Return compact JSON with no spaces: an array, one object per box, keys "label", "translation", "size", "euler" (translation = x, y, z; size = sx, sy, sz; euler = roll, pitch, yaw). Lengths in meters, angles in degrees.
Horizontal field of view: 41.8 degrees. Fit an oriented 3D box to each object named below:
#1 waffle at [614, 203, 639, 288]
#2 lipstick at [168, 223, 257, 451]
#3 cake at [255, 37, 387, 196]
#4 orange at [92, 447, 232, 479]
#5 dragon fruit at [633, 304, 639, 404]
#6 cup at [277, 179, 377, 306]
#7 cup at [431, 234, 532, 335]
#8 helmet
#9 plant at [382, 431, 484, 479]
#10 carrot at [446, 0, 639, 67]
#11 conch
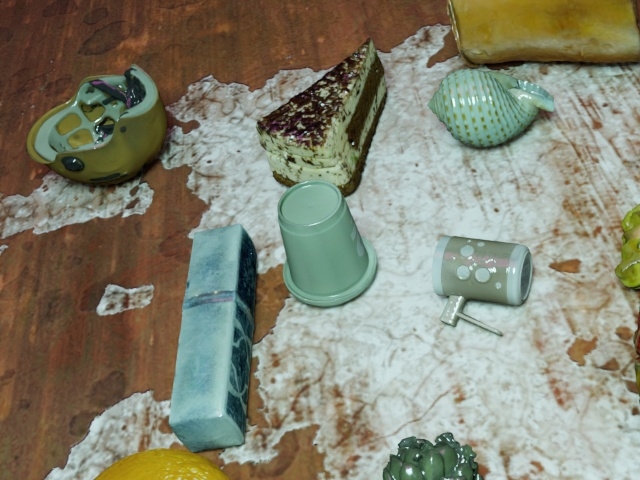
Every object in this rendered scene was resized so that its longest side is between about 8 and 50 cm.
[{"label":"waffle","translation":[0.451,-0.013,0.890],"size":[0.291,0.051,0.291],"euler":[-17,35,13]},{"label":"lipstick","translation":[-0.124,0.110,1.002],"size":[0.076,0.077,0.289],"euler":[-10,46,12]},{"label":"cake","translation":[0.044,-0.168,1.186],"size":[0.246,0.112,0.135],"euler":[-40,49,-22]},{"label":"orange","translation":[-0.137,0.284,0.768],"size":[0.161,0.193,0.193],"euler":[-22,37,-37]},{"label":"dragon fruit","translation":[0.360,0.146,0.718],"size":[0.224,0.218,0.148],"euler":[25,90,-3]},{"label":"cup","translation":[0.000,0.000,1.015],"size":[0.120,0.141,0.120],"euler":[-11,43,10]},{"label":"cup","translation":[0.180,0.045,0.945],"size":[0.099,0.074,0.102],"euler":[6,51,27]},{"label":"helmet","translation":[-0.334,-0.163,1.318],"size":[0.224,0.130,0.198],"euler":[-20,40,18]},{"label":"plant","translation":[0.109,0.249,0.767],"size":[0.094,0.092,0.143],"euler":[-18,51,15]},{"label":"carrot","translation":[0.314,-0.327,1.183],"size":[0.254,0.196,0.196],"euler":[-6,46,25]},{"label":"conch","translation":[0.223,-0.180,1.129],"size":[0.153,0.102,0.135],"euler":[17,36,-6]}]
